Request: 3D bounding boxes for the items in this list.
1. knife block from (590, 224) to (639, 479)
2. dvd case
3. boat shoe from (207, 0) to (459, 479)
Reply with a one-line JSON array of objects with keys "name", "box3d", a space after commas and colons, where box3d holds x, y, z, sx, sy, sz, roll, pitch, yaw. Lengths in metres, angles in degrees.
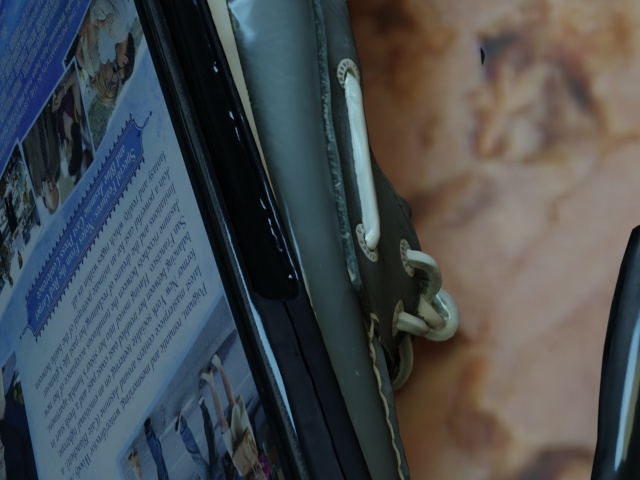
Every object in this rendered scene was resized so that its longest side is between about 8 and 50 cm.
[{"name": "knife block", "box3d": [0.083, 0.127, 0.462, 0.275, 0.088, 0.242, -32, 59, -7]}, {"name": "dvd case", "box3d": [-0.063, 0.020, 0.516, 0.022, 0.180, 0.253, 2, 52, -31]}, {"name": "boat shoe", "box3d": [0.000, 0.000, 0.538, 0.099, 0.116, 0.319, -3, 66, -24]}]
